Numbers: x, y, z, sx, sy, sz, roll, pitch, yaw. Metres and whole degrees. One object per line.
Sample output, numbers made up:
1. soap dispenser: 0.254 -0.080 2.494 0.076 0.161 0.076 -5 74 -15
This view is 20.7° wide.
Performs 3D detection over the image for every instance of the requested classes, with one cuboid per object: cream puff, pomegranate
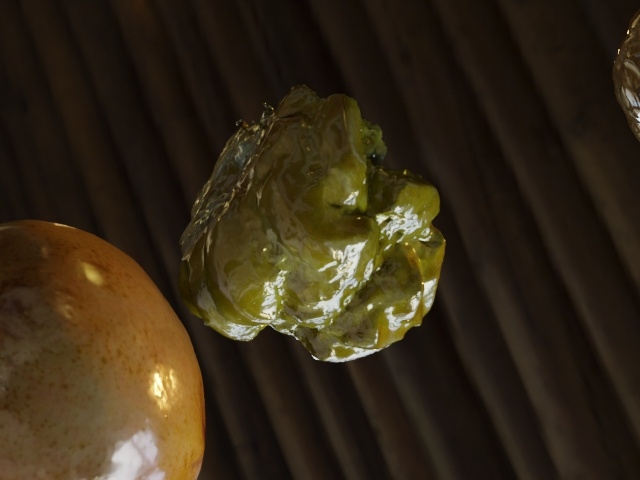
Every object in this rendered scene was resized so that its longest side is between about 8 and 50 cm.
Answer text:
1. cream puff: -0.003 0.005 1.242 0.221 0.194 0.195 168 -95 -77
2. pomegranate: -0.245 0.122 1.403 0.319 0.319 0.319 23 -59 45

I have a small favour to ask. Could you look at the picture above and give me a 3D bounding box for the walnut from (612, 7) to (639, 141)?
1. walnut: 0.332 -0.105 1.234 0.261 0.225 0.225 15 -64 54
